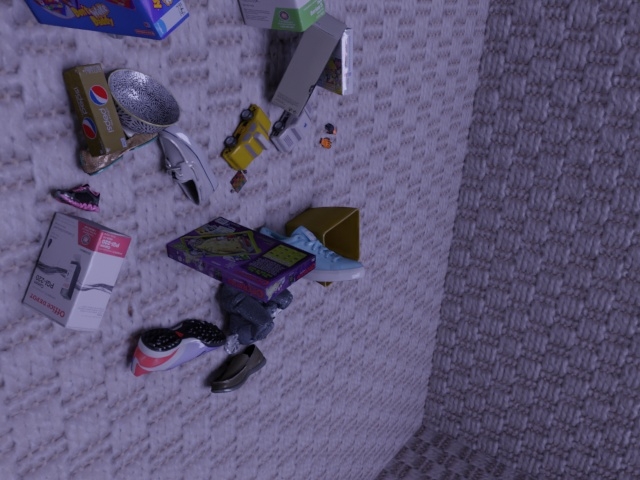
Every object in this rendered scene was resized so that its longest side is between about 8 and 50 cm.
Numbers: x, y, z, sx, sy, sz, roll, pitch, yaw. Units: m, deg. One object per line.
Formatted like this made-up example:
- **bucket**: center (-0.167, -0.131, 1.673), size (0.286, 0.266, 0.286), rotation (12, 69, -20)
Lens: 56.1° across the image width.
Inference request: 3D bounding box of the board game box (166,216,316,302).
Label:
- **board game box**: center (-0.210, 0.041, 1.587), size (0.208, 0.347, 0.056), rotation (-28, 131, -48)

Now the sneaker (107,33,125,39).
- **sneaker**: center (-0.426, -0.525, 1.218), size (0.083, 0.084, 0.214), rotation (-58, 153, -45)

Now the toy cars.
- **toy cars**: center (-0.128, -0.322, 1.774), size (0.394, 0.087, 0.176), rotation (-31, 131, -47)

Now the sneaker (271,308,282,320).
- **sneaker**: center (-0.162, 0.241, 2.076), size (0.109, 0.040, 0.043), rotation (-51, 127, -36)

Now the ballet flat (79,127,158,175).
- **ballet flat**: center (-0.451, -0.220, 1.344), size (0.206, 0.073, 0.067), rotation (-46, 127, -41)

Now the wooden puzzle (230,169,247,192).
- **wooden puzzle**: center (-0.239, -0.173, 1.757), size (0.083, 0.006, 0.049), rotation (-57, 146, -23)

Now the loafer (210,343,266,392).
- **loafer**: center (-0.274, 0.414, 1.952), size (0.251, 0.094, 0.087), rotation (-32, 108, -58)

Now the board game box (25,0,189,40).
- **board game box**: center (-0.409, -0.471, 1.003), size (0.078, 0.347, 0.233), rotation (-55, 145, -27)

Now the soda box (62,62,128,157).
- **soda box**: center (-0.465, -0.268, 1.245), size (0.058, 0.061, 0.181), rotation (-29, 109, -47)

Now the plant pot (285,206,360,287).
- **plant pot**: center (0.000, 0.000, 2.049), size (0.212, 0.187, 0.212), rotation (-36, 134, -43)

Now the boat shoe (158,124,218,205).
- **boat shoe**: center (-0.344, -0.185, 1.508), size (0.088, 0.096, 0.267), rotation (-59, 157, -21)

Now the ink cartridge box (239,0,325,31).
- **ink cartridge box**: center (-0.119, -0.677, 1.492), size (0.115, 0.198, 0.272), rotation (-49, 142, -32)

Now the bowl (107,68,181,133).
- **bowl**: center (-0.404, -0.290, 1.331), size (0.080, 0.170, 0.170), rotation (-45, 164, 33)

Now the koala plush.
- **koala plush**: center (-0.225, 0.240, 1.872), size (0.196, 0.203, 0.221), rotation (-53, 167, -48)

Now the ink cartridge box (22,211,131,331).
- **ink cartridge box**: center (-0.523, 0.067, 1.290), size (0.092, 0.159, 0.217), rotation (20, 89, -60)

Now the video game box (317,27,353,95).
- **video game box**: center (0.023, -0.544, 1.782), size (0.048, 0.205, 0.187), rotation (-16, 123, -28)

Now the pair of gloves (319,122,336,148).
- **pair of gloves**: center (0.029, -0.360, 2.074), size (0.074, 0.010, 0.083), rotation (20, 88, -59)

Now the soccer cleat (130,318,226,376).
- **soccer cleat**: center (-0.396, 0.302, 1.691), size (0.318, 0.109, 0.116), rotation (-1, 127, -59)

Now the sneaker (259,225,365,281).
- **sneaker**: center (-0.037, 0.035, 1.853), size (0.135, 0.366, 0.150), rotation (-38, 135, -75)

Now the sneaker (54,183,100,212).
- **sneaker**: center (-0.527, -0.100, 1.313), size (0.119, 0.047, 0.057), rotation (27, 76, -66)

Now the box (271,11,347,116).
- **box**: center (-0.035, -0.492, 1.683), size (0.275, 0.094, 0.113), rotation (-55, -172, 43)
